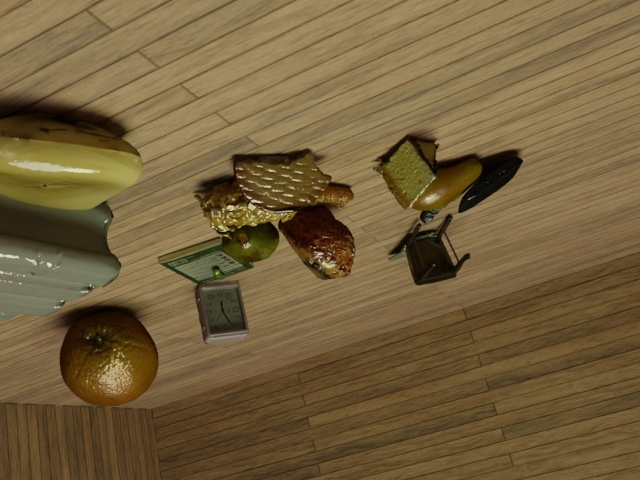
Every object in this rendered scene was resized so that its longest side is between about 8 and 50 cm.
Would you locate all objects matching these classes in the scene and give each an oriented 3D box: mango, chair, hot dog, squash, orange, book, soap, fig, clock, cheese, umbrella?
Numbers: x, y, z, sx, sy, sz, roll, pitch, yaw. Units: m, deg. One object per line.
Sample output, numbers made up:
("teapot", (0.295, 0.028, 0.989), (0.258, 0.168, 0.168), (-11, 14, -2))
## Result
("mango", (0.337, -0.152, 1.858), (0.227, 0.099, 0.136), (-26, 158, 6))
("chair", (0.359, 0.061, 2.301), (0.160, 0.186, 0.319), (-13, 158, -18))
("hot dog", (0.015, -0.118, 1.798), (0.165, 0.045, 0.071), (3, 156, -40))
("squash", (-0.316, 0.106, 2.112), (0.027, 0.027, 0.089), (-14, 160, 1))
("orange", (-0.712, 0.394, 2.296), (0.322, 0.322, 0.357), (-9, 149, -13))
("book", (-0.343, 0.068, 2.075), (0.202, 0.027, 0.264), (-19, 159, 11))
("soap", (-0.707, 0.023, 1.461), (0.350, 0.213, 0.435), (-28, 155, 28))
("fig", (-0.193, -0.010, 1.804), (0.144, 0.154, 0.165), (-55, 170, -2))
("clock", (-0.333, 0.241, 2.289), (0.150, 0.197, 0.063), (-3, 155, -26))
("cheese", (-0.515, -0.143, 1.277), (0.259, 0.128, 0.316), (-24, 156, 30))
("umbrella", (0.358, -0.114, 2.042), (0.050, 0.046, 0.188), (-8, 154, -27))

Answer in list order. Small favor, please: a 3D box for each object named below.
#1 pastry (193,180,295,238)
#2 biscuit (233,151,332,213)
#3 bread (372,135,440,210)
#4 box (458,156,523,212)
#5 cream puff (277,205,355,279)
("pastry", (-0.179, -0.087, 1.672), (0.250, 0.102, 0.154), (-11, 156, -13))
("biscuit", (-0.096, -0.147, 1.587), (0.228, 0.031, 0.176), (32, 94, -28))
("bread", (0.232, -0.166, 1.685), (0.127, 0.152, 0.147), (1, 146, -37))
("box", (0.475, -0.154, 1.923), (0.212, 0.042, 0.201), (-35, 169, -3))
("cream puff", (0.000, 0.000, 1.848), (0.164, 0.240, 0.240), (-33, 159, -1))
